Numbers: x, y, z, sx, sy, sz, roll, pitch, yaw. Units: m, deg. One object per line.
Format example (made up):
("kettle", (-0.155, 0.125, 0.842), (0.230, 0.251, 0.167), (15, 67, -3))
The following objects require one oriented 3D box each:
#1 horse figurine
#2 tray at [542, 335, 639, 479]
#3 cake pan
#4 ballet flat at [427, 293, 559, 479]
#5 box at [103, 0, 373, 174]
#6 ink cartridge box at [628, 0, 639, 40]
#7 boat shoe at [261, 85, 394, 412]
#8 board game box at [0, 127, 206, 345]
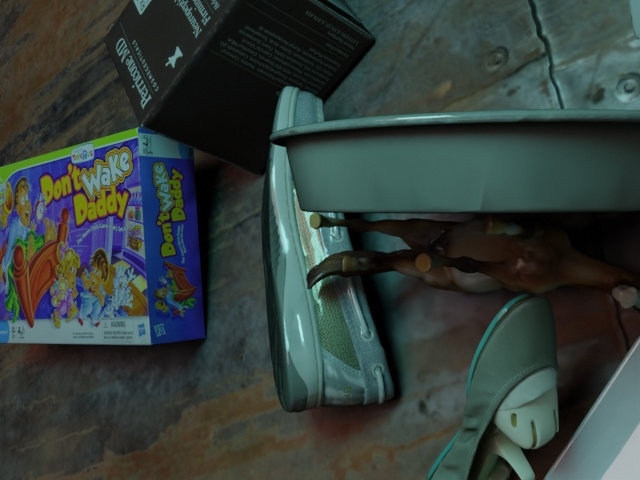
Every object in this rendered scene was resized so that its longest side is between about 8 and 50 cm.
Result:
("horse figurine", (0.105, 0.013, 0.630), (0.263, 0.174, 0.066), (-1, 83, 50))
("tray", (0.271, 0.186, 0.502), (0.270, 0.030, 0.145), (40, 104, 44))
("cake pan", (0.112, -0.047, 0.562), (0.293, 0.293, 0.054), (2, 94, 44))
("ballet flat", (0.133, 0.131, 0.586), (0.068, 0.072, 0.213), (48, 139, 37))
("box", (-0.091, -0.214, 0.884), (0.203, 0.167, 0.168), (-48, 49, 22))
("ink cartridge box", (0.345, -0.296, 0.472), (0.385, 0.091, 0.308), (5, 112, 56))
("boat shoe", (0.000, 0.000, 0.781), (0.118, 0.103, 0.320), (107, 160, -60))
("board game box", (-0.286, 0.008, 1.020), (0.347, 0.078, 0.233), (-7, 86, 43))
